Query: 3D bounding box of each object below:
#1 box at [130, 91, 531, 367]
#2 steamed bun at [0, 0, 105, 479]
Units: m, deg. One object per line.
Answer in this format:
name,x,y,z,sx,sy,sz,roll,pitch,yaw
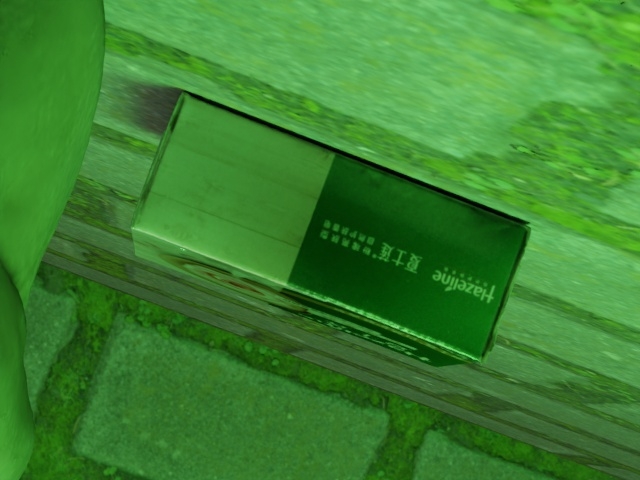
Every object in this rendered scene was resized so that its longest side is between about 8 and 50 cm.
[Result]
box,0.000,0.000,0.870,0.199,0.081,0.135,23,172,-2
steamed bun,-0.261,0.022,0.491,0.367,0.255,0.342,12,133,-19
